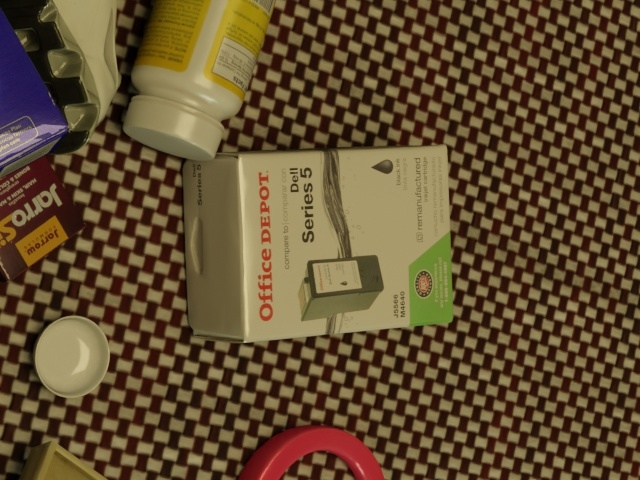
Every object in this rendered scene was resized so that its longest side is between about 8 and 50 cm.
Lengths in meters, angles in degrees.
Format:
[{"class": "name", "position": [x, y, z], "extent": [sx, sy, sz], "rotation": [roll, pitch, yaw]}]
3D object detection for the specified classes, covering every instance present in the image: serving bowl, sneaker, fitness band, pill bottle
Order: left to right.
[{"class": "sneaker", "position": [-0.269, -0.261, 1.862], "extent": [0.146, 0.122, 0.330], "rotation": [-56, 143, -53]}, {"class": "serving bowl", "position": [-0.256, 0.117, 1.946], "extent": [0.083, 0.027, 0.083], "rotation": [-1, 92, -33]}, {"class": "pill bottle", "position": [-0.124, -0.195, 1.969], "extent": [0.119, 0.119, 0.208], "rotation": [24, 79, -32]}, {"class": "fitness band", "position": [-0.016, 0.346, 2.103], "extent": [0.209, 0.054, 0.290], "rotation": [17, 81, -30]}]

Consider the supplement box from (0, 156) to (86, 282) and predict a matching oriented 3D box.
[{"class": "supplement box", "position": [-0.325, -0.064, 1.862], "extent": [0.104, 0.081, 0.188], "rotation": [-39, 112, -26]}]

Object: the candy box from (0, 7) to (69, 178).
[{"class": "candy box", "position": [-0.419, -0.167, 1.710], "extent": [0.268, 0.122, 0.317], "rotation": [-29, 92, -20]}]

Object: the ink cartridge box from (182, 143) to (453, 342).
[{"class": "ink cartridge box", "position": [0.000, 0.000, 2.060], "extent": [0.273, 0.115, 0.198], "rotation": [-5, 94, -33]}]

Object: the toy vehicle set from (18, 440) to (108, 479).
[{"class": "toy vehicle set", "position": [-0.203, 0.339, 1.908], "extent": [0.267, 0.035, 0.166], "rotation": [41, 45, -26]}]
